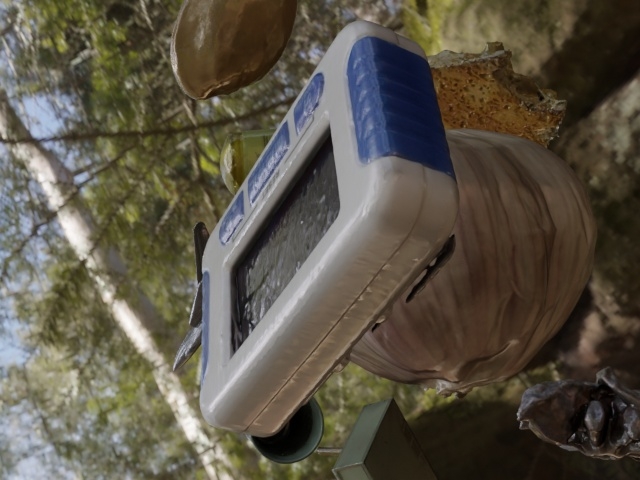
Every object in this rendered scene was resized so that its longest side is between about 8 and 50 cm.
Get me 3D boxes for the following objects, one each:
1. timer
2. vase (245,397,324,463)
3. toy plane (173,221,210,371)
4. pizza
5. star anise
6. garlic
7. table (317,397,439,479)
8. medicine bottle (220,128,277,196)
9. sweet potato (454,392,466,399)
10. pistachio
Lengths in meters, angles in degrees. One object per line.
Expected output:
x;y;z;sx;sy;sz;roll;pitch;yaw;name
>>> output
0.000;0.000;0.669;0.078;0.178;0.253;17;-47;-24;timer
-0.059;0.243;1.361;0.096;0.096;0.219;-24;-4;-12;vase
-0.169;0.103;1.672;0.212;0.088;0.267;30;-69;-19;toy plane
0.249;-0.206;1.553;0.323;0.089;0.223;35;-44;-21;pizza
0.457;0.270;1.554;0.359;0.316;0.139;16;-96;-23;star anise
0.126;0.028;1.044;0.317;0.259;0.317;-9;-21;-4;garlic
0.075;0.319;1.152;0.111;0.121;0.240;-21;-74;28;table
-0.051;-0.134;1.725;0.238;0.124;0.124;-4;-46;-1;medicine bottle
0.177;0.112;1.866;0.130;0.423;0.130;-20;-33;-14;sweet potato
-0.136;-0.349;1.635;0.181;0.162;0.293;33;-106;-25;pistachio
